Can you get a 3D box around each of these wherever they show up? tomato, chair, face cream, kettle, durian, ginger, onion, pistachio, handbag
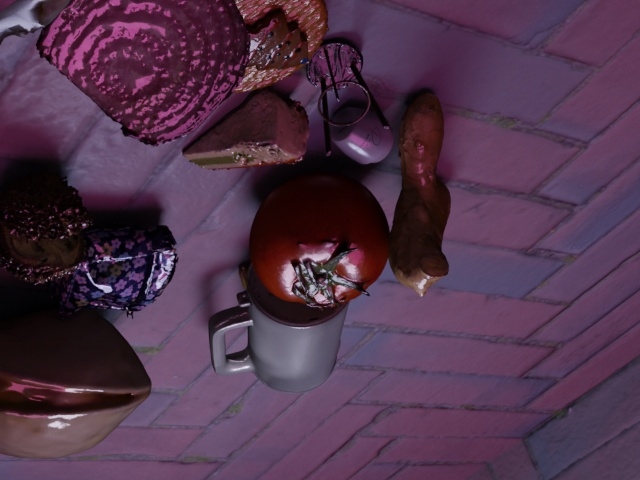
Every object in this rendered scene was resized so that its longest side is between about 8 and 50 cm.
[{"bbox_3d":[0.000,0.000,2.068,0.256,0.224,0.256,0,145,0],"label":"tomato"},{"bbox_3d":[0.030,-0.237,1.772,0.104,0.221,0.095,-21,125,7],"label":"chair"},{"bbox_3d":[0.071,-0.181,1.964,0.095,0.091,0.091,24,129,-38],"label":"face cream"},{"bbox_3d":[-0.071,0.174,2.312,0.265,0.205,0.318,-42,161,-25],"label":"kettle"},{"bbox_3d":[-0.465,-0.027,1.851,0.196,0.196,0.167,-33,178,22],"label":"durian"},{"bbox_3d":[0.173,-0.025,2.047,0.122,0.348,0.363,10,152,3],"label":"ginger"},{"bbox_3d":[-0.231,-0.283,1.604,0.247,0.111,0.250,-43,110,10],"label":"onion"},{"bbox_3d":[-0.512,0.255,2.110,0.365,0.281,0.445,9,-179,31],"label":"pistachio"},{"bbox_3d":[-0.367,0.048,2.049,0.208,0.127,0.228,-5,146,-32],"label":"handbag"}]

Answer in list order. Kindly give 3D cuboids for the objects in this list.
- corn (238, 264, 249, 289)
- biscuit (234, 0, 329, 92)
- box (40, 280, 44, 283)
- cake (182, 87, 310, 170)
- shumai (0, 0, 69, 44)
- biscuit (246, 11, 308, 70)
[{"bbox_3d":[-0.148,0.075,2.303,0.027,0.028,0.083,2,149,6],"label":"corn"},{"bbox_3d":[-0.110,-0.310,1.715,0.254,0.035,0.254,-13,149,-8],"label":"biscuit"},{"bbox_3d":[-0.482,0.022,1.987,0.035,0.083,0.079,11,137,-40],"label":"box"},{"bbox_3d":[-0.122,-0.185,1.902,0.220,0.116,0.086,-1,162,41],"label":"cake"},{"bbox_3d":[-0.354,-0.329,1.282,0.309,0.263,0.304,-17,166,18],"label":"shumai"},{"bbox_3d":[-0.065,-0.289,1.719,0.130,0.019,0.119,11,139,-40],"label":"biscuit"}]
